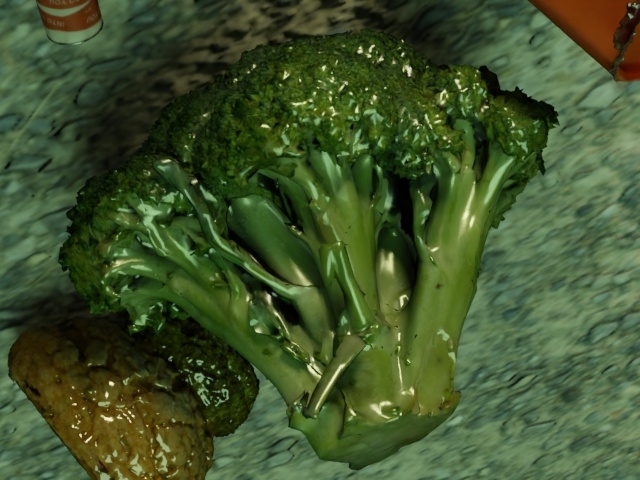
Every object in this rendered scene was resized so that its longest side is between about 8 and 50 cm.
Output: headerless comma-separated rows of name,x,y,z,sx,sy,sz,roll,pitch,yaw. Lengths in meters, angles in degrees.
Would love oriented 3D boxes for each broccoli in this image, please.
broccoli,0.000,0.000,0.949,0.304,0.283,0.321,1,152,-33

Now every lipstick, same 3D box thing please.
lipstick,-0.165,-0.182,0.881,0.038,0.038,0.130,-15,136,-5

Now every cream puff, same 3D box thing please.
cream puff,-0.128,0.110,1.113,0.169,0.183,0.183,-38,137,-12

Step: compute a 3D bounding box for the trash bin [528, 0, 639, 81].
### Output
trash bin,0.170,-0.214,0.811,0.161,0.238,0.184,-7,134,-29
